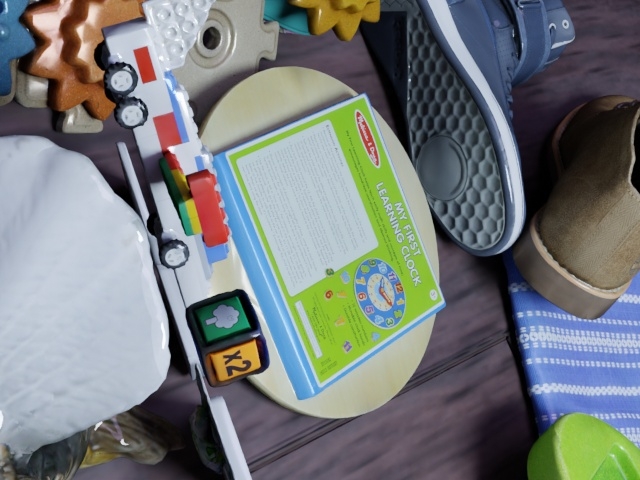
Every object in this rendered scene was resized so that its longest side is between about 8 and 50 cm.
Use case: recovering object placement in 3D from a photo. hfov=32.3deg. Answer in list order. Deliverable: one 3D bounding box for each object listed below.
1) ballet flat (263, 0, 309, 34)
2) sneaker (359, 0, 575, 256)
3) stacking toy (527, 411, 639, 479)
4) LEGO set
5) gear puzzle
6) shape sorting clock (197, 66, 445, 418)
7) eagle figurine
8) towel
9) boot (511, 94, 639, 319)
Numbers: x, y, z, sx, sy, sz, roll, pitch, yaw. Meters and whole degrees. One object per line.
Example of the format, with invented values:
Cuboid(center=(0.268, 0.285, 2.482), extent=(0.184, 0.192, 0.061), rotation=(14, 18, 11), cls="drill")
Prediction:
Cuboid(center=(-0.074, -0.187, 0.664), extent=(0.221, 0.077, 0.079), rotation=(13, 39, -45), cls="ballet flat")
Cuboid(center=(0.130, -0.101, 0.790), extent=(0.163, 0.086, 0.226), rotation=(-5, 71, -41), cls="sneaker")
Cuboid(center=(0.191, 0.271, 0.648), extent=(0.309, 0.130, 0.279), rotation=(35, 28, -19), cls="stacking toy")
Cuboid(center=(-0.044, 0.016, 0.465), extent=(0.060, 0.244, 0.182), rotation=(-18, 78, -9), cls="LEGO set")
Cuboid(center=(-0.073, -0.141, 0.583), extent=(0.339, 0.044, 0.175), rotation=(-7, 109, -44), cls="gear puzzle")
Cuboid(center=(0.000, 0.000, 0.643), extent=(0.206, 0.040, 0.206), rotation=(11, 73, -41), cls="shape sorting clock")
Cuboid(center=(-0.156, 0.129, 0.334), extent=(0.225, 0.226, 0.298), rotation=(64, 34, -27), cls="eagle figurine")
Cuboid(center=(0.247, 0.153, 0.801), extent=(0.243, 0.040, 0.336), rotation=(7, 64, -40), cls="towel")
Cuboid(center=(0.232, -0.058, 0.814), extent=(0.112, 0.115, 0.305), rotation=(35, 32, 2), cls="boot")
